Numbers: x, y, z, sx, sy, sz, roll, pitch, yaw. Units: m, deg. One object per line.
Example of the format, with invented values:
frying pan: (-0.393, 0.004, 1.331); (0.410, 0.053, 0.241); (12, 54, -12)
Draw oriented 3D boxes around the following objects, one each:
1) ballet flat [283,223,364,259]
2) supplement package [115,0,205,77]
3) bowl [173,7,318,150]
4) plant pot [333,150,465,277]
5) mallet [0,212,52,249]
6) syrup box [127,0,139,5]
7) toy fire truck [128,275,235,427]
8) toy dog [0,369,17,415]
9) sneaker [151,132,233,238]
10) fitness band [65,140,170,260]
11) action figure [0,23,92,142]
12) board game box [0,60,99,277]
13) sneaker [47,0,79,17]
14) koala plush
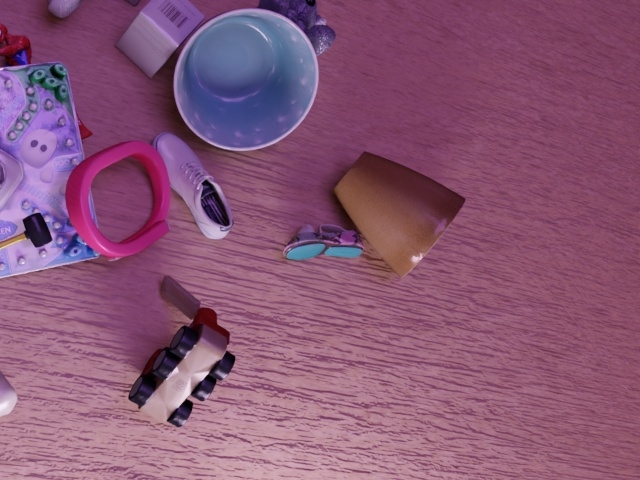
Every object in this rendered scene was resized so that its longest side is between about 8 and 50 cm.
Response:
ballet flat: (0.000, 0.000, 2.091); (0.221, 0.077, 0.079); (-1, 60, -35)
supplement package: (-0.339, -0.440, 1.935); (0.105, 0.179, 0.105); (42, 61, -15)
bowl: (-0.175, -0.367, 1.979); (0.311, 0.163, 0.312); (-9, 121, -15)
plant pot: (0.164, -0.084, 2.127); (0.254, 0.237, 0.237); (40, 61, -1)
mallet: (-0.590, 0.001, 1.677); (0.189, 0.039, 0.062); (-18, 100, -22)
syrup box: (-0.379, -0.643, 2.014); (0.096, 0.093, 0.237); (32, 64, -19)
toy fire truck: (-0.285, 0.206, 1.826); (0.158, 0.217, 0.246); (34, 22, -18)
toy dog: (-0.665, 0.189, 1.455); (0.284, 0.408, 0.395); (-40, 99, -32)
sneaker: (-0.262, -0.124, 1.952); (0.094, 0.091, 0.258); (-39, 98, -31)
fitness band: (-0.388, -0.082, 1.815); (0.291, 0.054, 0.209); (-42, 121, -57)
action figure: (-0.587, -0.295, 1.807); (0.139, 0.091, 0.280); (-36, 97, -41)
board game box: (-0.625, -0.121, 1.703); (0.390, 0.050, 0.390); (-13, 97, -27)
sneaker: (-0.543, -0.639, 1.899); (0.210, 0.137, 0.366); (27, 61, -21)
koala plush: (-0.074, -0.508, 2.131); (0.196, 0.203, 0.221); (38, 41, -16)
